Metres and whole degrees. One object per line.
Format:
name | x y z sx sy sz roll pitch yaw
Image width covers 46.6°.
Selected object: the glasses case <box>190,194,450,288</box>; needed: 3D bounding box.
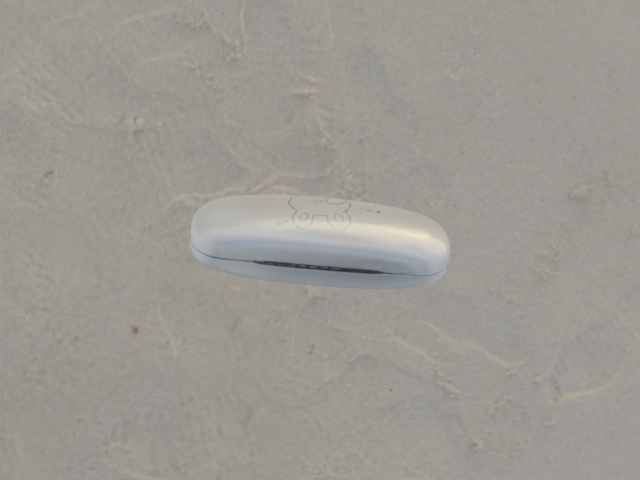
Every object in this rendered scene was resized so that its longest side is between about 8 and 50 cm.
glasses case | 0.000 0.000 0.672 0.233 0.059 0.092 5 33 0
